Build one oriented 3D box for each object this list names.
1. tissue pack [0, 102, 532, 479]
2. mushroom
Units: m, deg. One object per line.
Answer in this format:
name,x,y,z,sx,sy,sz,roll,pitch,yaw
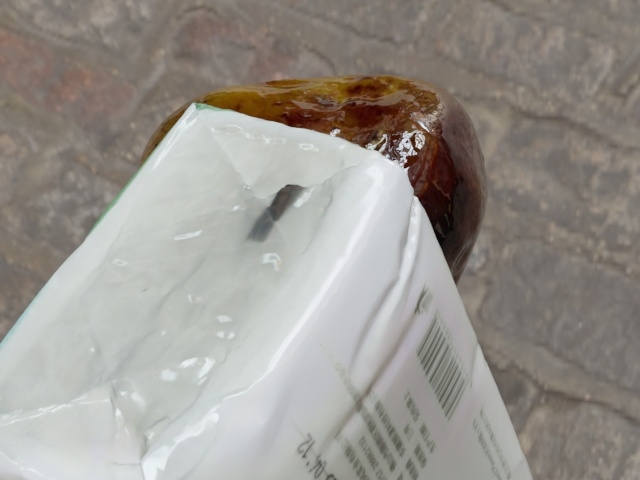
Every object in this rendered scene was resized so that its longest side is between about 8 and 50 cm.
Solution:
tissue pack,-0.026,0.133,0.894,0.193,0.356,0.266,14,56,34
mushroom,0.000,0.000,1.400,0.345,0.259,0.346,0,92,1
